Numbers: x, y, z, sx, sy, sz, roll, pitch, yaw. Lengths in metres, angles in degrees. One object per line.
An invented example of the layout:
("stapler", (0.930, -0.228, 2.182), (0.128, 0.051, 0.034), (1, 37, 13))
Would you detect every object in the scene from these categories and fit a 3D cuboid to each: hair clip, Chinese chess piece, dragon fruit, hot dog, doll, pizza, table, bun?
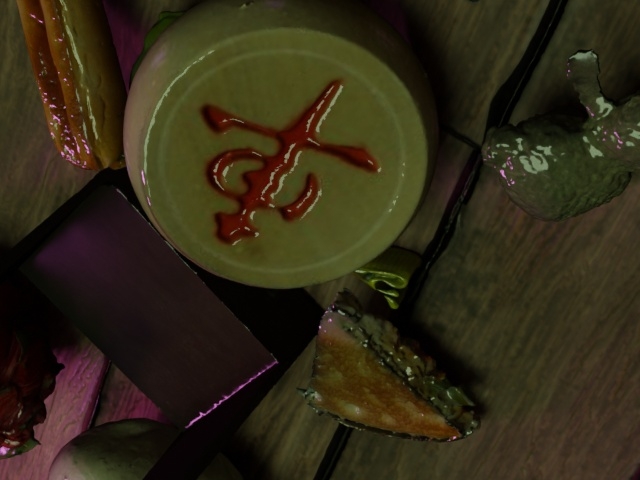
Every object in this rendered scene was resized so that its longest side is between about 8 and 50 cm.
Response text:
("hair clip", (0.000, 0.000, 1.518), (0.173, 0.072, 0.046), (29, 122, 6))
("Chinese chess piece", (-0.031, -0.080, 1.391), (0.251, 0.097, 0.250), (-2, 118, -3))
("dragon fruit", (-0.373, 0.104, 1.751), (0.274, 0.192, 0.193), (43, 129, 2))
("hot dog", (-0.210, -0.179, 1.497), (0.100, 0.068, 0.249), (8, 113, 62))
("doll", (0.251, -0.090, 1.283), (0.203, 0.091, 0.286), (14, 150, -20))
("pizza", (0.046, 0.106, 1.566), (0.185, 0.052, 0.195), (5, 141, 28))
("table", (-0.189, 0.099, 1.562), (0.250, 0.282, 0.196), (47, 133, -6))
("bun", (-0.161, 0.253, 1.763), (0.231, 0.133, 0.231), (20, 156, 10))

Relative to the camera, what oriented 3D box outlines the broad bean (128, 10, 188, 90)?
("broad bean", (-0.106, -0.119, 1.489), (0.124, 0.082, 0.174), (35, 134, 10))
